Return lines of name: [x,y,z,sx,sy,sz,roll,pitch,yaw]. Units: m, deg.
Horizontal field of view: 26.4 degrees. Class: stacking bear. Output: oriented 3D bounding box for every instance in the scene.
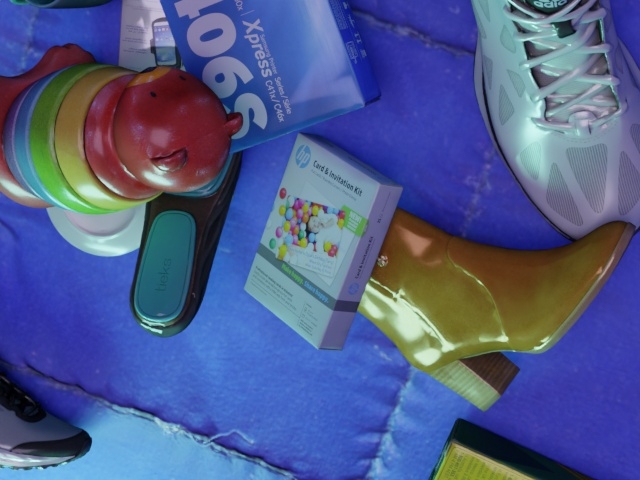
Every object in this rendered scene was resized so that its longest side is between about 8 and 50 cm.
stacking bear: [-0.202,-0.106,1.339,0.289,0.175,0.164,4,115,47]

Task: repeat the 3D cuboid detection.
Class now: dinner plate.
dinner plate: [-0.242,-0.050,1.511,0.141,0.017,0.141,2,101,9]

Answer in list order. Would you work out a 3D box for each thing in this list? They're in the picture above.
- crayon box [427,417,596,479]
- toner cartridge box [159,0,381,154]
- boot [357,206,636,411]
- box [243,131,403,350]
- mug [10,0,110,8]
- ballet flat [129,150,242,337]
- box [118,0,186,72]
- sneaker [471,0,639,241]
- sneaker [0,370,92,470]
crayon box: [0.249,0.352,1.468,0.319,0.081,0.202,25,105,5]
toner cartridge box: [-0.079,-0.271,1.331,0.165,0.075,0.347,-19,97,18]
boot: [0.156,0.029,1.374,0.211,0.104,0.295,40,128,4]
box: [0.000,0.000,1.421,0.145,0.038,0.186,36,111,45]
mug: [-0.259,-0.306,1.412,0.158,0.097,0.129,14,109,44]
ballet flat: [-0.140,-0.032,1.441,0.095,0.096,0.280,13,78,12]
box: [-0.173,-0.205,1.459,0.081,0.028,0.136,8,106,9]
sneaker: [0.205,-0.185,1.271,0.169,0.257,0.447,-17,99,14]
sneaker: [-0.384,0.180,1.546,0.272,0.100,0.108,22,100,6]
